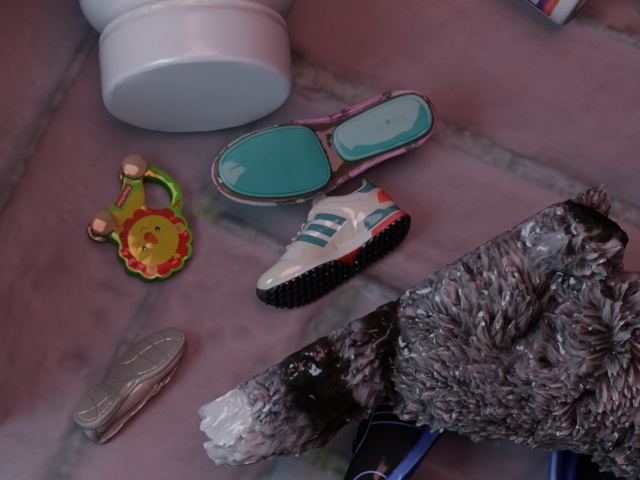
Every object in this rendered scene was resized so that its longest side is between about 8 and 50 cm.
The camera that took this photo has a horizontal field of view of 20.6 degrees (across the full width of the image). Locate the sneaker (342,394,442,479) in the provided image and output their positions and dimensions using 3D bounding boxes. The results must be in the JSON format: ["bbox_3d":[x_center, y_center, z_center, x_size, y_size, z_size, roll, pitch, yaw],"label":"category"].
[{"bbox_3d":[0.066,0.152,1.562,0.090,0.081,0.232,36,64,9],"label":"sneaker"}]

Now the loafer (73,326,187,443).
[{"bbox_3d":[-0.165,0.129,1.561,0.125,0.039,0.045,-43,48,-21],"label":"loafer"}]

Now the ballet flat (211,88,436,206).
[{"bbox_3d":[0.001,-0.081,1.627,0.222,0.079,0.077,-21,88,-15],"label":"ballet flat"}]

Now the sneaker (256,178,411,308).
[{"bbox_3d":[0.000,0.000,1.620,0.161,0.057,0.075,-30,61,-15],"label":"sneaker"}]

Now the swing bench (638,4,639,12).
[{"bbox_3d":[0.412,-0.346,1.732,0.253,0.165,0.254,-28,83,-16],"label":"swing bench"}]

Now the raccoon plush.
[{"bbox_3d":[0.162,0.165,1.469,0.446,0.216,0.299,-30,84,8],"label":"raccoon plush"}]

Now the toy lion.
[{"bbox_3d":[-0.157,-0.016,1.612,0.096,0.034,0.100,28,70,-5],"label":"toy lion"}]

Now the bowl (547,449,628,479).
[{"bbox_3d":[0.392,0.234,1.563,0.391,0.077,0.391,1,70,-3],"label":"bowl"}]

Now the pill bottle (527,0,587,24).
[{"bbox_3d":[0.193,-0.308,1.713,0.193,0.108,0.108,39,71,6],"label":"pill bottle"}]

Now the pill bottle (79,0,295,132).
[{"bbox_3d":[-0.127,-0.296,1.616,0.204,0.204,0.361,-3,72,-8],"label":"pill bottle"}]
